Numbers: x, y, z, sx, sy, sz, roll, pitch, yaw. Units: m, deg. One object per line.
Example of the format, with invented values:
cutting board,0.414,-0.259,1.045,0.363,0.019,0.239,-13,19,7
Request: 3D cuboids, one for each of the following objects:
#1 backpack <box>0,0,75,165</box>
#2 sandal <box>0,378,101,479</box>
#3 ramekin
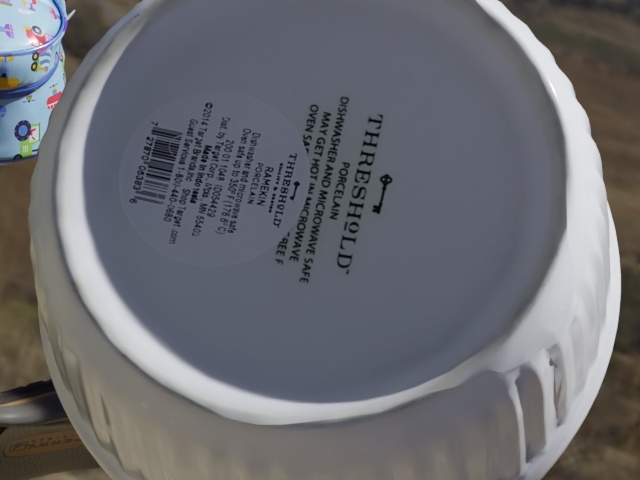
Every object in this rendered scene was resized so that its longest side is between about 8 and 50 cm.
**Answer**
backpack,-0.204,-0.120,0.959,0.158,0.117,0.173,5,38,-24
sandal,-0.178,0.113,0.845,0.219,0.090,0.060,-6,60,-27
ramekin,0.000,0.000,0.611,0.207,0.207,0.109,21,-18,11
